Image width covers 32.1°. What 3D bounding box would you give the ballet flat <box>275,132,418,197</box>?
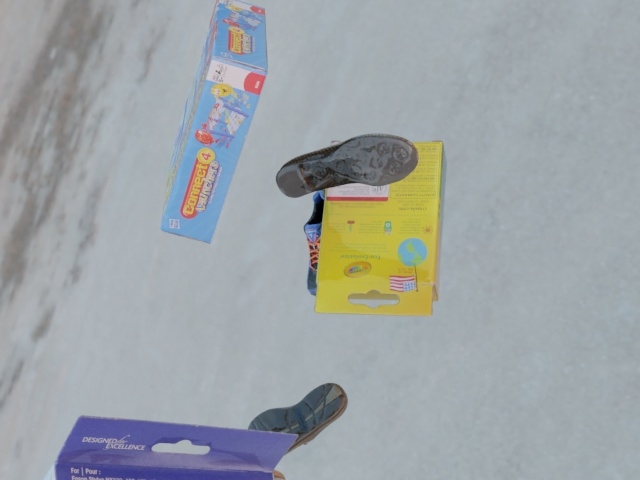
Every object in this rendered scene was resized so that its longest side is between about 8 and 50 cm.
[{"bbox_3d":[0.042,-0.115,1.674,0.249,0.084,0.058,-13,19,36],"label":"ballet flat"}]

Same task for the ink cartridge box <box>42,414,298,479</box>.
[{"bbox_3d":[-0.209,0.344,1.330,0.307,0.303,0.072,-55,42,28],"label":"ink cartridge box"}]

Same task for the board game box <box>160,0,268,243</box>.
[{"bbox_3d":[-0.172,-0.202,1.809,0.302,0.086,0.308,-97,24,-61],"label":"board game box"}]

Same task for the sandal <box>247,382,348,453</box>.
[{"bbox_3d":[-0.035,0.318,1.951,0.219,0.060,0.090,-35,57,21],"label":"sandal"}]

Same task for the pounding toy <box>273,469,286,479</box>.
[{"bbox_3d":[-0.131,0.519,2.191,0.154,0.154,0.270,19,81,36],"label":"pounding toy"}]

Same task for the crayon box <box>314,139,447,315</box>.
[{"bbox_3d":[0.103,-0.012,1.881,0.081,0.202,0.319,66,-152,-63],"label":"crayon box"}]

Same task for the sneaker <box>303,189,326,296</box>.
[{"bbox_3d":[0.000,0.000,2.177,0.083,0.087,0.221,-6,70,44],"label":"sneaker"}]
